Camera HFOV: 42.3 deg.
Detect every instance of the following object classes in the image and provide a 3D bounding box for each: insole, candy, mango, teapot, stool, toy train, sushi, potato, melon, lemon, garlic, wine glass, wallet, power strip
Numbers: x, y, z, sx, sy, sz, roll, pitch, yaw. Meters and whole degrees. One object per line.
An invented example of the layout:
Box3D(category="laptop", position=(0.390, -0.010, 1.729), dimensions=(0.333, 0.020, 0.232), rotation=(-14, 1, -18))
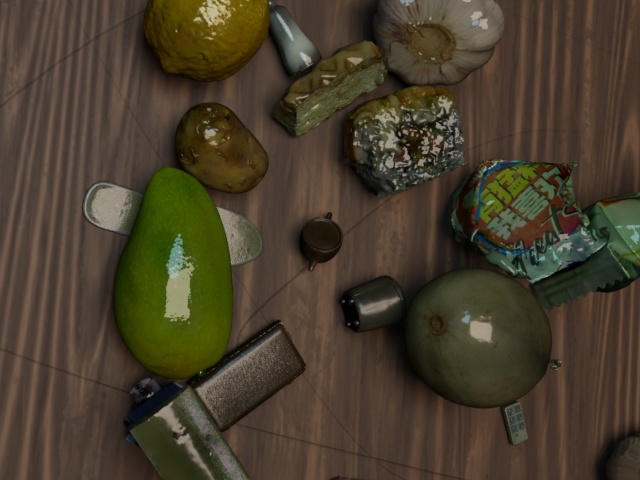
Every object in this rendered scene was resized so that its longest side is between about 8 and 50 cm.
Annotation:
Box3D(category="insole", position=(-0.246, -0.026, 1.422), dimensions=(0.322, 0.007, 0.109), rotation=(18, 80, -23))
Box3D(category="candy", position=(0.631, -0.022, 1.670), dimensions=(0.397, 0.263, 0.172), rotation=(-26, 87, -22))
Box3D(category="mango", position=(-0.237, 0.053, 1.341), dimensions=(0.192, 0.156, 0.343), rotation=(0, 85, -29))
Box3D(category="teapot", position=(0.000, 0.000, 1.500), dimensions=(0.076, 0.068, 0.121), rotation=(18, 57, -1))
Box3D(category="stool", position=(0.097, 0.119, 1.519), dimensions=(0.110, 0.096, 0.096), rotation=(-16, 94, -19))
Box3D(category="toy train", position=(-0.198, 0.352, 1.317), dimensions=(0.131, 0.202, 0.300), rotation=(-36, 102, -20))
Box3D(category="sushi", position=(0.169, -0.188, 1.539), dimensions=(0.274, 0.139, 0.184), rotation=(-19, 97, -17))
Box3D(category="potato", position=(-0.170, -0.152, 1.397), dimensions=(0.137, 0.137, 0.176), rotation=(-49, 121, -18))
Box3D(category="melon", position=(0.285, 0.174, 1.504), dimensions=(0.272, 0.271, 0.308), rotation=(-48, 143, -19))
Box3D(category="lemon", position=(-0.186, -0.365, 1.364), dimensions=(0.192, 0.192, 0.231), rotation=(43, 80, -16))
Box3D(category="garlic", position=(0.228, -0.421, 1.565), dimensions=(0.245, 0.245, 0.253), rotation=(45, 36, -15))
Box3D(category="wine glass", position=(-0.062, -0.378, 1.485), dimensions=(0.072, 0.072, 0.155), rotation=(-35, 100, -21))
Box3D(category="wallet", position=(-0.125, 0.236, 1.448), dimensions=(0.198, 0.031, 0.110), rotation=(-35, 102, -22))
Box3D(category="garlic", position=(0.702, 0.509, 1.735), dimensions=(0.227, 0.152, 0.228), rotation=(1, 87, -29))
Box3D(category="power strip", position=(0.394, 0.370, 1.678), dimensions=(0.040, 0.016, 0.090), rotation=(-16, 93, -24))

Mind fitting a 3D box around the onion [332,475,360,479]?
Box3D(category="onion", position=(0.116, 0.570, 1.498), dimensions=(0.250, 0.111, 0.248), rotation=(15, 80, -24))

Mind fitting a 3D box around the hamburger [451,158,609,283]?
Box3D(category="hamburger", position=(0.386, -0.022, 1.575), dimensions=(0.260, 0.150, 0.276), rotation=(-14, 57, 2))

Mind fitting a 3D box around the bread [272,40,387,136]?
Box3D(category="bread", position=(0.016, -0.280, 1.497), dimensions=(0.232, 0.128, 0.088), rotation=(-35, 67, -20))
